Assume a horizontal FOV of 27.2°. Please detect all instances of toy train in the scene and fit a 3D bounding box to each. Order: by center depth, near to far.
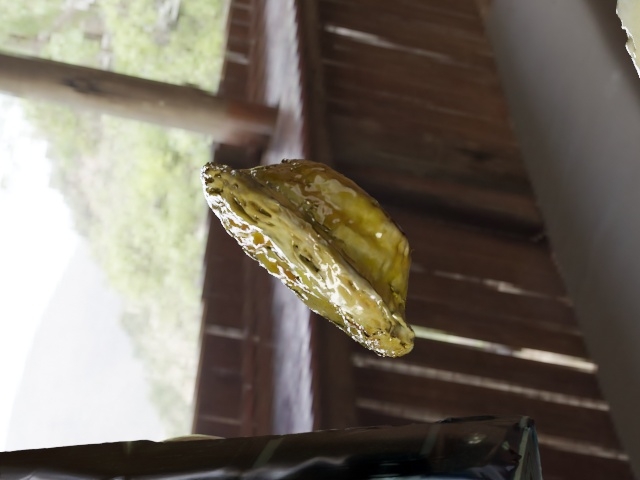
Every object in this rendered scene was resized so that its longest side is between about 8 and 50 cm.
[{"bbox_3d":[-0.093,0.152,0.663,0.086,0.409,0.089,-58,-42,-66],"label":"toy train"}]

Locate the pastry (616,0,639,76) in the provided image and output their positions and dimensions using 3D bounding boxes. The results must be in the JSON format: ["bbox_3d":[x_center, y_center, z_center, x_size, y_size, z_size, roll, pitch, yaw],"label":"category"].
[{"bbox_3d":[0.372,-0.210,1.094,0.170,0.256,0.237,-6,113,46],"label":"pastry"}]

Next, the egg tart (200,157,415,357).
[{"bbox_3d":[0.000,0.000,0.608,0.049,0.129,0.129,-50,7,-9],"label":"egg tart"}]

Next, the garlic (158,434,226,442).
[{"bbox_3d":[-0.087,0.206,0.943,0.115,0.206,0.128,-18,-82,-67],"label":"garlic"}]
